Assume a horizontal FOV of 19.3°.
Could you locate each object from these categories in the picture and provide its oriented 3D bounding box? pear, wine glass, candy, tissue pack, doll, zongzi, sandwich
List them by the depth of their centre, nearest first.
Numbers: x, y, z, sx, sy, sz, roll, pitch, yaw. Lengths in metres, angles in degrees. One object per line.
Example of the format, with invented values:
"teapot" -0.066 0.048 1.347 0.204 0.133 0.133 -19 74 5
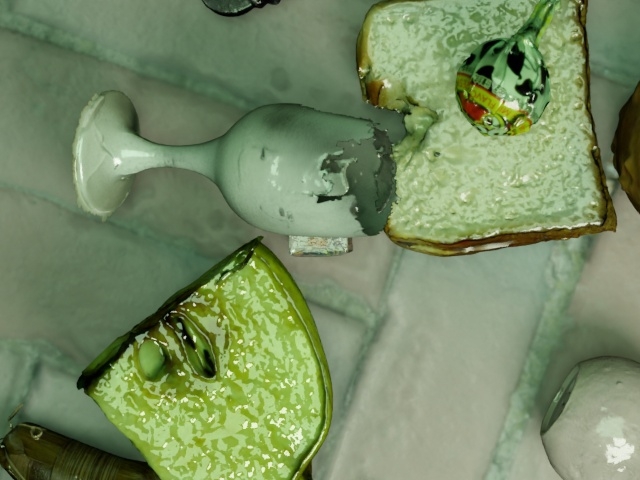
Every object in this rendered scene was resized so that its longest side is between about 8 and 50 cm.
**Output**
"candy" 0.234 -0.235 1.837 0.091 0.083 0.305 33 85 9
"wine glass" -0.085 -0.073 1.885 0.321 0.143 0.143 6 91 19
"doll" 0.364 0.226 1.887 0.287 0.151 0.151 27 93 -2
"sandwich" 0.164 -0.124 1.918 0.249 0.095 0.273 -7 89 6
"pear" -0.079 0.157 1.919 0.238 0.164 0.255 -41 92 -4
"tissue pack" 0.000 0.000 1.941 0.063 0.083 0.035 0 93 6
"zongzi" -0.270 0.291 1.987 0.187 0.084 0.184 21 114 16

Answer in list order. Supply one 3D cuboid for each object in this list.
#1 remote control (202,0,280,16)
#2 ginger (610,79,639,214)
"remote control" -0.005 -0.312 1.955 0.266 0.066 0.090 -28 75 10
"ginger" 0.409 -0.067 1.838 0.223 0.200 0.269 -27 89 2
